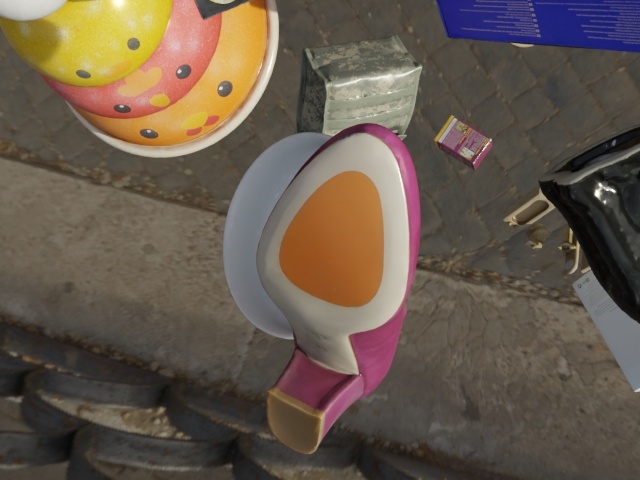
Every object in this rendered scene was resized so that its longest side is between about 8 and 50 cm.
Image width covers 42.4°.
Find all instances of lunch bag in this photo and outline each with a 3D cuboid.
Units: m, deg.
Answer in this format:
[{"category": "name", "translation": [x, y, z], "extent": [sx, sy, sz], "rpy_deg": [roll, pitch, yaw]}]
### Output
[{"category": "lunch bag", "translation": [0.076, -0.290, 1.855], "extent": [0.235, 0.287, 0.169], "rpy_deg": [-13, 50, -18]}]

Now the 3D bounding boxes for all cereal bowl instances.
[{"category": "cereal bowl", "translation": [0.000, 0.000, 1.363], "extent": [0.339, 0.141, 0.339], "rpy_deg": [-11, 73, 40]}]

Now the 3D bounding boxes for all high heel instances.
[{"category": "high heel", "translation": [0.026, 0.016, 0.467], "extent": [0.082, 0.117, 0.244], "rpy_deg": [23, 136, 19]}]

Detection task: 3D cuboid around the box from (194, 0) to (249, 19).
[{"category": "box", "translation": [-0.034, -0.318, 0.844], "extent": [0.216, 0.270, 0.060], "rpy_deg": [-22, 117, 3]}]

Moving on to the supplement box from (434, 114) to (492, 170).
[{"category": "supplement box", "translation": [0.243, -0.167, 1.407], "extent": [0.083, 0.043, 0.055], "rpy_deg": [36, 89, 18]}]

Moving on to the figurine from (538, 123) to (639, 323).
[{"category": "figurine", "translation": [0.226, 0.045, 0.434], "extent": [0.092, 0.215, 0.209], "rpy_deg": [-27, 99, -1]}]

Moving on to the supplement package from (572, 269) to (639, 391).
[{"category": "supplement package", "translation": [0.714, 0.149, 1.730], "extent": [0.199, 0.198, 0.263], "rpy_deg": [-46, 56, 38]}]

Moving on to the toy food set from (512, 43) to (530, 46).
[{"category": "toy food set", "translation": [0.460, -0.496, 1.833], "extent": [0.192, 0.038, 0.132], "rpy_deg": [-1, 108, -4]}]

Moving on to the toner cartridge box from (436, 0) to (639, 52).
[{"category": "toner cartridge box", "translation": [0.248, -0.295, 0.875], "extent": [0.075, 0.348, 0.165], "rpy_deg": [-36, 121, -18]}]

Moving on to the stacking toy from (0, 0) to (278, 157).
[{"category": "stacking toy", "translation": [-0.274, -0.281, 0.985], "extent": [0.350, 0.480, 0.351], "rpy_deg": [1, 94, 14]}]

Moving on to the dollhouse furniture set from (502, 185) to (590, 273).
[{"category": "dollhouse furniture set", "translation": [0.466, -0.010, 1.662], "extent": [0.151, 0.144, 0.123], "rpy_deg": [29, 52, -15]}]
